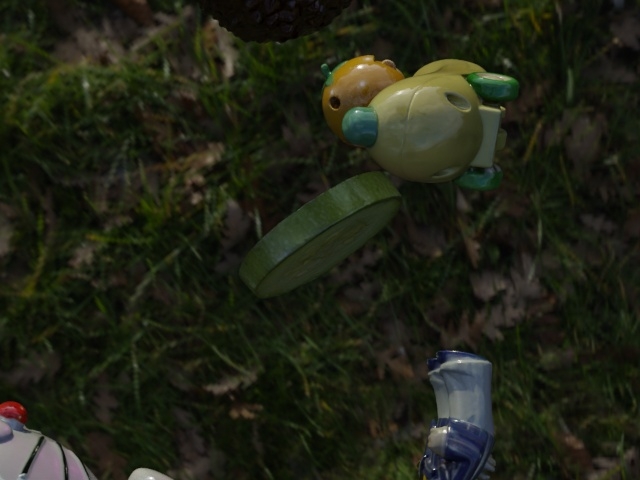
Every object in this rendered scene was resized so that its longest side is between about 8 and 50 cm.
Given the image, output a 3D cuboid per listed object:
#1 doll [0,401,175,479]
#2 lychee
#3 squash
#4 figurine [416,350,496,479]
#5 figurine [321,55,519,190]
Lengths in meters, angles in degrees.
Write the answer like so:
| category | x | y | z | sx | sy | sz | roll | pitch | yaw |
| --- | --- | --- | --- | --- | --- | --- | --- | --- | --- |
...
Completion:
| category | x | y | z | sx | sy | sz | roll | pitch | yaw |
| --- | --- | --- | --- | --- | --- | --- | --- | --- | --- |
| doll | -0.205 | 0.241 | 0.817 | 0.284 | 0.310 | 0.240 | 11 | 73 | 49 |
| lychee | -0.068 | -0.421 | 1.684 | 0.330 | 0.306 | 0.306 | -49 | 55 | 34 |
| squash | 0.000 | 0.000 | 1.702 | 0.252 | 0.252 | 0.049 | -35 | 77 | -4 |
| figurine | 0.119 | 0.249 | 1.155 | 0.133 | 0.194 | 0.274 | 13 | 50 | -10 |
| figurine | 0.106 | -0.148 | 1.402 | 0.222 | 0.324 | 0.124 | 7 | 108 | 4 |
